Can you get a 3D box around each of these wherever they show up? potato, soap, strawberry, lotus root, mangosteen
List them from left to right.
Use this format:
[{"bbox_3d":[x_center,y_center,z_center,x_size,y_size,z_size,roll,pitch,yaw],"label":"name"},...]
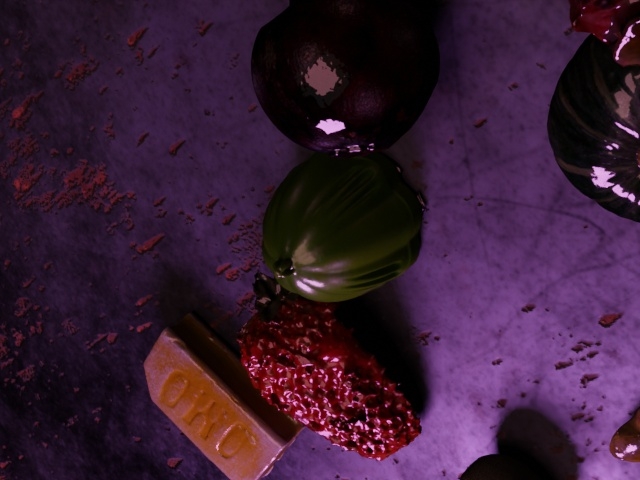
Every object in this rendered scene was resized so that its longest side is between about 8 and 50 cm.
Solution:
[{"bbox_3d":[-0.144,0.228,1.401,0.232,0.073,0.140,43,128,10],"label":"soap"},{"bbox_3d":[-0.006,0.168,1.219,0.286,0.106,0.188,46,153,0],"label":"strawberry"},{"bbox_3d":[0.000,0.000,1.106,0.186,0.186,0.186,17,124,28],"label":"lotus root"},{"bbox_3d":[0.024,-0.197,0.978,0.194,0.194,0.231,-5,86,38],"label":"mangosteen"},{"bbox_3d":[0.342,0.206,1.055,0.092,0.045,0.046,-61,38,38],"label":"potato"}]

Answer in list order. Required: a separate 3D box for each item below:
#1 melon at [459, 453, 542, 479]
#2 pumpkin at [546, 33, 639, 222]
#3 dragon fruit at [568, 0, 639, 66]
[{"bbox_3d":[0.221,0.309,1.166,0.130,0.098,0.098,41,132,4],"label":"melon"},{"bbox_3d":[0.298,-0.106,0.842,0.211,0.152,0.212,13,128,17],"label":"pumpkin"},{"bbox_3d":[0.330,-0.237,0.664,0.330,0.240,0.302,20,110,8],"label":"dragon fruit"}]
